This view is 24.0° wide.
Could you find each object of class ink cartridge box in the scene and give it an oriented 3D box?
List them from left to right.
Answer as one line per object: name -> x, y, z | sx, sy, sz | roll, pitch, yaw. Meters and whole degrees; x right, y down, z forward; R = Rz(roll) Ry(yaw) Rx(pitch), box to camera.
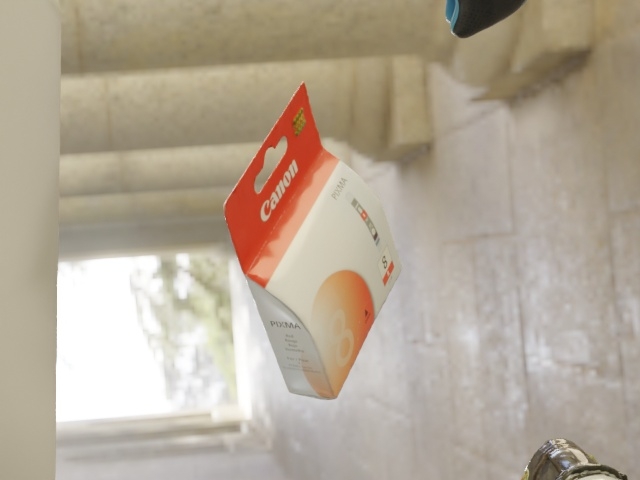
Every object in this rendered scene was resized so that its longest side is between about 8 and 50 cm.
ink cartridge box -> 0.000, 0.000, 1.068 | 0.145, 0.045, 0.179 | -60, -34, -41

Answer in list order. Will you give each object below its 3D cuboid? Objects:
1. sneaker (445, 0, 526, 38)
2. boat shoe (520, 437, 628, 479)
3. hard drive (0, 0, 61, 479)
sneaker -> 0.097, -0.352, 1.554 | 0.341, 0.140, 0.125 | 45, -160, -19
boat shoe -> 0.165, 0.223, 0.908 | 0.068, 0.081, 0.227 | -120, 18, -62
hard drive -> -0.164, -0.023, 0.468 | 0.353, 0.047, 0.233 | 36, -127, -76
